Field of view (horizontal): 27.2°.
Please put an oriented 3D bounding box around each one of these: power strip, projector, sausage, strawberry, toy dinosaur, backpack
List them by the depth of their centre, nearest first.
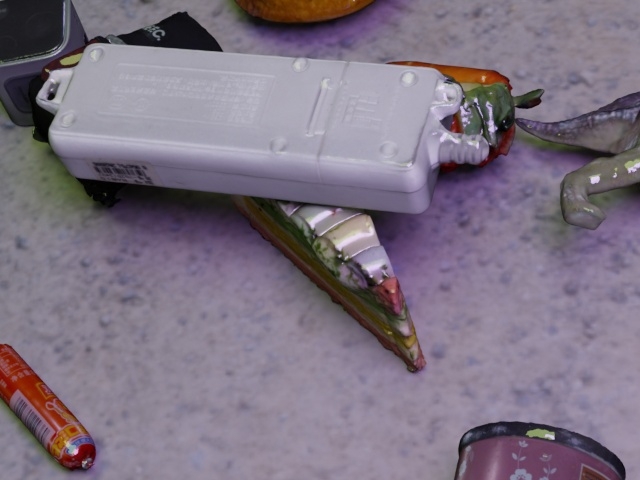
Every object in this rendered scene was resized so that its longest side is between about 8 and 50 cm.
[{"bbox_3d":[-0.043,-0.082,0.948,0.338,0.058,0.098,7,59,18],"label":"power strip"},{"bbox_3d":[-0.208,0.128,0.986,0.034,0.034,0.129,-41,59,-16],"label":"sausage"},{"bbox_3d":[0.294,-0.049,0.988,0.294,0.077,0.162,10,54,0],"label":"toy dinosaur"},{"bbox_3d":[0.073,-0.096,1.037,0.192,0.085,0.140,1,14,1],"label":"strawberry"},{"bbox_3d":[-0.153,-0.121,1.094,0.165,0.106,0.120,-38,61,-15],"label":"backpack"},{"bbox_3d":[-0.246,-0.160,1.151,0.083,0.082,0.083,-10,56,5],"label":"projector"}]

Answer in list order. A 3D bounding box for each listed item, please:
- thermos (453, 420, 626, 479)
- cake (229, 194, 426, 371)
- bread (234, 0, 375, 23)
[{"bbox_3d":[0.092,0.278,0.786,0.136,0.109,0.330,7,59,15],"label":"thermos"},{"bbox_3d":[0.017,-0.013,0.990,0.090,0.109,0.225,-38,58,-13],"label":"cake"},{"bbox_3d":[-0.009,-0.316,1.173,0.195,0.143,0.270,-8,54,8],"label":"bread"}]
